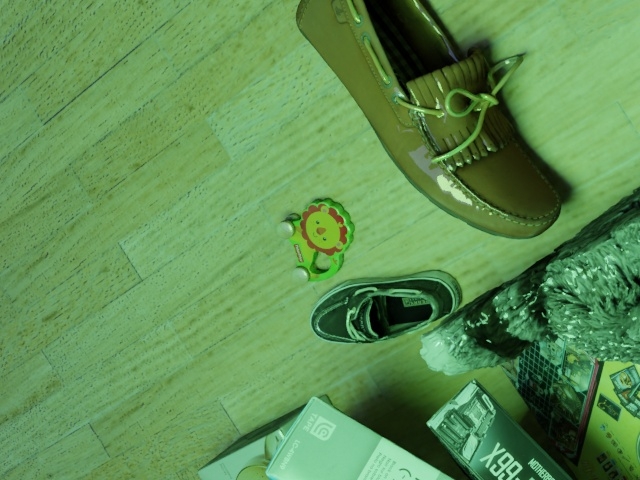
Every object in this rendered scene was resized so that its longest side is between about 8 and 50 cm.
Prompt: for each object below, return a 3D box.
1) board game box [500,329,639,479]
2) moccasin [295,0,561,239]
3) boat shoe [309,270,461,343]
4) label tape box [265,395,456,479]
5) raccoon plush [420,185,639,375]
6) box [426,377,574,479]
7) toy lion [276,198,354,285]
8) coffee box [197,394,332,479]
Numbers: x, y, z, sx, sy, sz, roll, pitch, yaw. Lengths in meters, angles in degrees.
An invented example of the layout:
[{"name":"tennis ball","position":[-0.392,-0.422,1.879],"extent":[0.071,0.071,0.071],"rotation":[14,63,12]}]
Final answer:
[{"name":"board game box","position":[0.319,0.179,1.869],"extent":[0.165,0.042,0.243],"rotation":[-46,69,38]},{"name":"moccasin","position":[0.133,-0.164,1.830],"extent":[0.380,0.139,0.147],"rotation":[56,139,13]},{"name":"boat shoe","position":[0.064,0.086,2.018],"extent":[0.219,0.070,0.077],"rotation":[-17,99,38]},{"name":"label tape box","position":[0.117,0.324,1.918],"extent":[0.348,0.249,0.115],"rotation":[28,79,9]},{"name":"raccoon plush","position":[0.362,0.111,1.751],"extent":[0.446,0.216,0.299],"rotation":[-33,94,44]},{"name":"box","position":[0.262,0.310,1.822],"extent":[0.076,0.242,0.307],"rotation":[-43,64,-3]},{"name":"toy lion","position":[0.000,0.000,2.053],"extent":[0.096,0.034,0.100],"rotation":[-9,105,29]},{"name":"coffee box","position":[-0.001,0.374,2.158],"extent":[0.168,0.119,0.297],"rotation":[-30,91,37]}]
